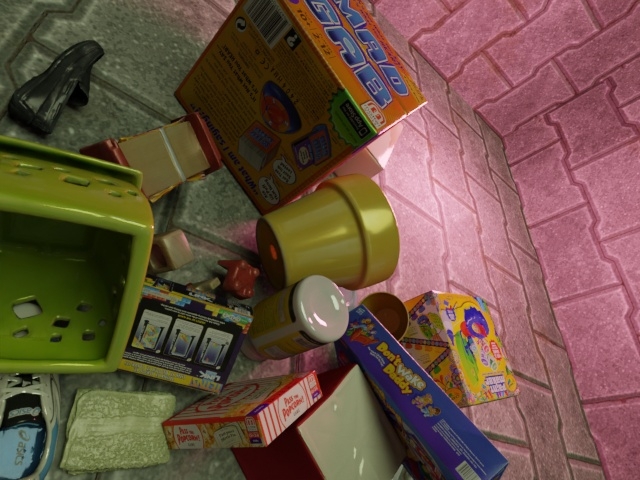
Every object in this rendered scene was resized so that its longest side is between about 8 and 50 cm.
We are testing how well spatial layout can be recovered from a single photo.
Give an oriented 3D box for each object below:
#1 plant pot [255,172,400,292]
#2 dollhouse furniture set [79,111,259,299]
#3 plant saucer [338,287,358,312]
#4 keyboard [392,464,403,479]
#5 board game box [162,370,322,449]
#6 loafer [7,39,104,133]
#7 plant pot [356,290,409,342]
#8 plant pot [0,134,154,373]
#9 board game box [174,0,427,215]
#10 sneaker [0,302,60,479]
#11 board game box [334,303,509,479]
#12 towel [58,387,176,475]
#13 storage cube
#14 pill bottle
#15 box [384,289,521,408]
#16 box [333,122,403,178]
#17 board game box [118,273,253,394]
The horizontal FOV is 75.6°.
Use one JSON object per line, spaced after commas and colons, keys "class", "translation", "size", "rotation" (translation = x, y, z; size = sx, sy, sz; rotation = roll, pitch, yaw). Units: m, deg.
{"class": "plant pot", "translation": [0.000, 0.000, 0.886], "size": [0.238, 0.254, 0.254], "rotation": [-15, 77, -24]}
{"class": "dollhouse furniture set", "translation": [-0.253, -0.015, 0.740], "size": [0.201, 0.152, 0.375], "rotation": [-43, 117, -51]}
{"class": "plant saucer", "translation": [0.037, 0.118, 1.019], "size": [0.194, 0.037, 0.195], "rotation": [26, 50, -35]}
{"class": "keyboard", "translation": [0.200, 0.465, 0.998], "size": [0.072, 0.014, 0.256], "rotation": [53, 39, 0]}
{"class": "board game box", "translation": [-0.116, 0.257, 0.625], "size": [0.146, 0.193, 0.045], "rotation": [-13, 85, -60]}
{"class": "loafer", "translation": [-0.443, -0.272, 0.725], "size": [0.078, 0.076, 0.223], "rotation": [41, 47, -29]}
{"class": "plant pot", "translation": [0.162, 0.202, 1.045], "size": [0.095, 0.134, 0.134], "rotation": [39, 34, -67]}
{"class": "plant pot", "translation": [-0.336, 0.004, 0.496], "size": [0.228, 0.227, 0.207], "rotation": [12, 27, -27]}
{"class": "board game box", "translation": [-0.034, -0.338, 0.973], "size": [0.357, 0.356, 0.356], "rotation": [54, 39, -6]}
{"class": "sneaker", "translation": [-0.364, 0.188, 0.510], "size": [0.085, 0.086, 0.238], "rotation": [7, 60, -42]}
{"class": "board game box", "translation": [0.155, 0.314, 0.752], "size": [0.078, 0.234, 0.347], "rotation": [-28, 47, -18]}
{"class": "towel", "translation": [-0.282, 0.270, 0.591], "size": [0.148, 0.027, 0.110], "rotation": [20, 54, -38]}
{"class": "storage cube", "translation": [-0.002, 0.356, 0.706], "size": [0.183, 0.193, 0.215], "rotation": [-27, 86, -51]}
{"class": "pill bottle", "translation": [-0.059, 0.151, 0.758], "size": [0.119, 0.208, 0.119], "rotation": [25, 51, -35]}
{"class": "box", "translation": [0.351, 0.305, 1.118], "size": [0.289, 0.177, 0.280], "rotation": [12, 56, -42]}
{"class": "box", "translation": [0.150, -0.310, 1.323], "size": [0.121, 0.147, 0.311], "rotation": [47, 42, -16]}
{"class": "board game box", "translation": [-0.207, 0.146, 0.632], "size": [0.170, 0.141, 0.048], "rotation": [22, 10, -16]}
